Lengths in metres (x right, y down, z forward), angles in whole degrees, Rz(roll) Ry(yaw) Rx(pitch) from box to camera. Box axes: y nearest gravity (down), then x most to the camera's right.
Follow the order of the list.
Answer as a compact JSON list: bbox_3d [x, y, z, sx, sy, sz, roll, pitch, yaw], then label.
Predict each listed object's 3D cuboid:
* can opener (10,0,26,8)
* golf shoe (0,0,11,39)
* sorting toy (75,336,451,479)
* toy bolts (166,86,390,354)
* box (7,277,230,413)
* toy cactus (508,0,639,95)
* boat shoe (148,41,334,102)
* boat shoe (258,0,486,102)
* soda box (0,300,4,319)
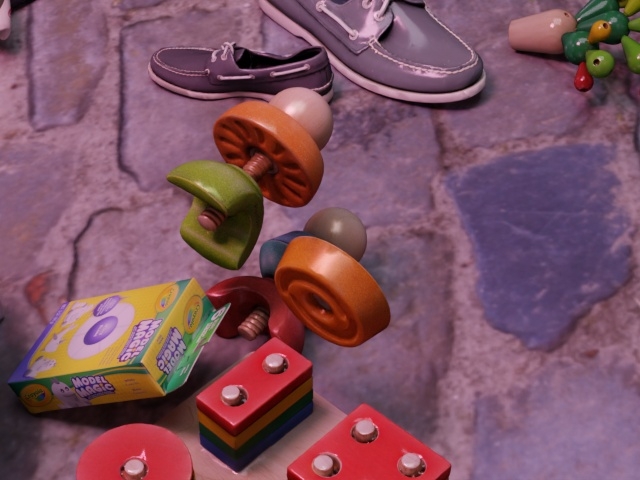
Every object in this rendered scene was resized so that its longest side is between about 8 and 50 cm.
[{"bbox_3d":[-0.348,-0.306,1.624,0.059,0.073,0.186,48,55,-8],"label":"can opener"},{"bbox_3d":[-0.471,-0.236,1.503,0.273,0.105,0.120,-23,75,-4],"label":"golf shoe"},{"bbox_3d":[-0.051,0.202,1.054,0.257,0.089,0.255,34,52,30],"label":"sorting toy"},{"bbox_3d":[0.000,0.000,1.170,0.218,0.228,0.158,31,61,21],"label":"toy bolts"},{"bbox_3d":[-0.165,0.087,1.149,0.179,0.043,0.105,-10,35,33],"label":"box"},{"bbox_3d":[0.301,-0.226,1.524,0.180,0.112,0.219,0,42,28],"label":"toy cactus"},{"bbox_3d":[-0.086,-0.193,1.489,0.206,0.065,0.075,9,44,9],"label":"boat shoe"},{"bbox_3d":[0.050,-0.254,1.530,0.116,0.099,0.319,-34,53,-31],"label":"boat shoe"},{"bbox_3d":[-0.396,0.033,1.244,0.216,0.069,0.074,20,47,18],"label":"soda box"}]
